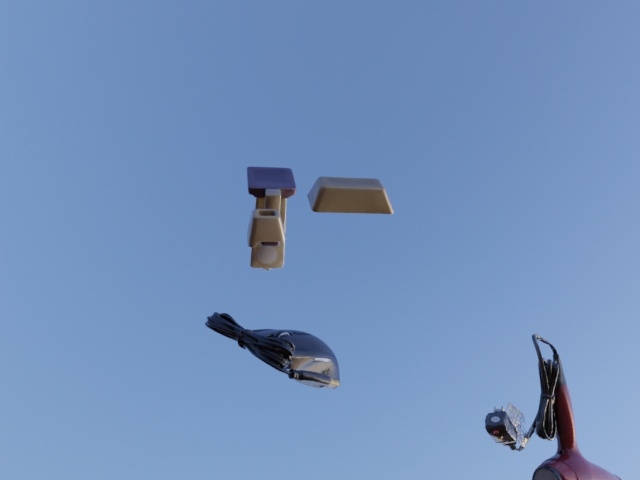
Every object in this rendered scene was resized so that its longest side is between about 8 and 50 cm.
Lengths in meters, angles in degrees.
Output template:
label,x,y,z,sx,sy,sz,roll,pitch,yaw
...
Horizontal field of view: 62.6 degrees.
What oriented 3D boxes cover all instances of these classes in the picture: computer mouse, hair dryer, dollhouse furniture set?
label,x,y,z,sx,sy,sz,roll,pitch,yaw
computer mouse,-0.022,0.163,0.750,0.262,0.184,0.060,37,-103,-42
hair dryer,0.399,0.315,0.836,0.293,0.224,0.080,54,-31,-11
dollhouse furniture set,0.000,0.000,0.402,0.115,0.091,0.081,1,-60,-10
